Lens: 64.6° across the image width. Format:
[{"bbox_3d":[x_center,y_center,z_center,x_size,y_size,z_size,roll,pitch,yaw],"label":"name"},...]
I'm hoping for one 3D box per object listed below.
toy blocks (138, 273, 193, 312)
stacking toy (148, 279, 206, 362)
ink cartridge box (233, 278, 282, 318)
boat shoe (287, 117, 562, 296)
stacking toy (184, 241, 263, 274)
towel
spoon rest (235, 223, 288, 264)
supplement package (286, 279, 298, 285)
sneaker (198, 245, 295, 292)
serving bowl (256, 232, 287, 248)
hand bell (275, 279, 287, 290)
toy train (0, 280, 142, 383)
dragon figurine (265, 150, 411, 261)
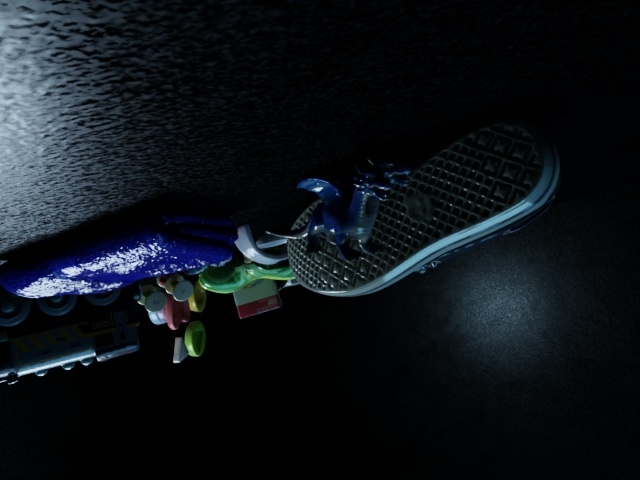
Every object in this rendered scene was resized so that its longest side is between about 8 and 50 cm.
[{"bbox_3d":[-0.399,0.113,1.242,0.123,0.054,0.148,-22,-152,-33],"label":"toy blocks"},{"bbox_3d":[-0.525,0.289,1.825,0.130,0.279,0.309,-4,177,9],"label":"stacking toy"},{"bbox_3d":[-0.200,0.133,1.535,0.127,0.176,0.128,-16,175,-3],"label":"ink cartridge box"},{"bbox_3d":[0.142,-0.029,0.810,0.500,0.186,0.156,-26,162,39],"label":"boat shoe"},{"bbox_3d":[-0.269,0.051,1.204,0.221,0.052,0.167,-16,174,21],"label":"stacking toy"},{"bbox_3d":[-0.306,0.031,0.801,0.308,0.076,0.228,-16,175,20],"label":"towel"},{"bbox_3d":[-0.054,-0.002,1.064,0.276,0.084,0.137,-8,171,-43],"label":"spoon rest"},{"bbox_3d":[-0.125,0.122,1.950,0.105,0.105,0.179,-18,174,24],"label":"supplement package"},{"bbox_3d":[-0.182,0.060,1.366,0.296,0.109,0.123,-11,151,-12],"label":"sneaker"},{"bbox_3d":[-0.109,-0.005,1.164,0.083,0.027,0.083,-14,175,-1],"label":"serving bowl"},{"bbox_3d":[-0.172,0.160,1.782,0.126,0.126,0.242,-13,157,-9],"label":"hand bell"},{"bbox_3d":[-0.545,0.180,1.082,0.334,0.190,0.142,-12,173,-25],"label":"toy train"},{"bbox_3d":[0.021,-0.053,0.735,0.085,0.144,0.289,-12,-167,-34],"label":"dragon figurine"}]
